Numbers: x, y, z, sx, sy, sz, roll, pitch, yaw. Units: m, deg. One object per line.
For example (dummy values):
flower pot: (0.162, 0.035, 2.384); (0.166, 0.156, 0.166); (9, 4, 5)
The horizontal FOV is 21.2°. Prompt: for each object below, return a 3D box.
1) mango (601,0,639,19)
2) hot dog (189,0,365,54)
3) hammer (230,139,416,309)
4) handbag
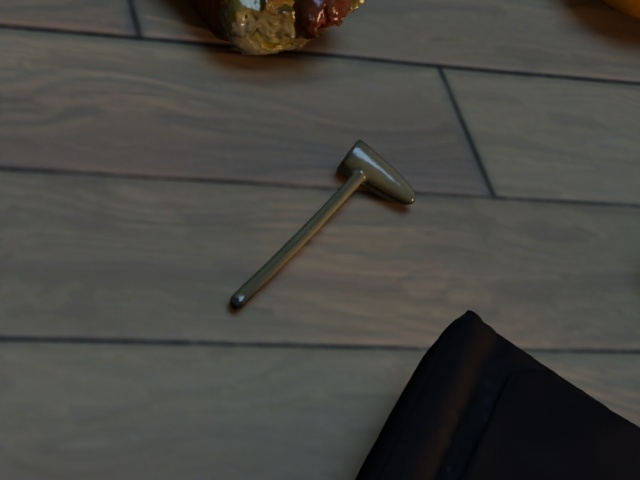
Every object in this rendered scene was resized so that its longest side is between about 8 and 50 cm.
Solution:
mango: (0.283, -0.288, 1.530); (0.157, 0.109, 0.262); (13, 39, -3)
hot dog: (-0.062, -0.229, 1.294); (0.213, 0.103, 0.146); (41, 43, 15)
hammer: (0.000, 0.000, 1.171); (0.060, 0.028, 0.195); (40, 47, 3)
handbag: (0.125, 0.180, 1.021); (0.223, 0.080, 0.247); (34, 42, -1)
